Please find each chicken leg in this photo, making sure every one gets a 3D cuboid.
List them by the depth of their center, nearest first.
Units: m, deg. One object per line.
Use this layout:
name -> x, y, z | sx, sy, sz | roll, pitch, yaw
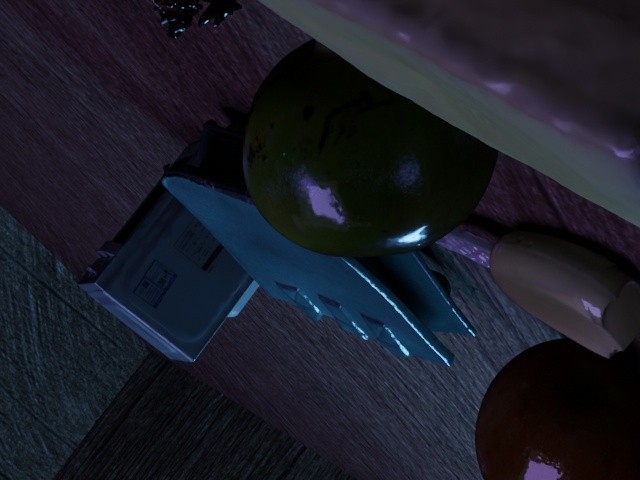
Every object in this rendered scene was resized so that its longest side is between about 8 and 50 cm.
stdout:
chicken leg -> -0.119, -0.224, 1.196 | 0.105, 0.063, 0.234 | 26, 163, 25

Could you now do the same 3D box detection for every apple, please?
apple -> 0.229, 0.178, 1.472 | 0.181, 0.181, 0.168 | 32, 141, 23

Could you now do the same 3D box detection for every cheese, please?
cheese -> 0.110, -0.097, 0.760 | 0.265, 0.124, 0.242 | 32, -179, 35
cheese -> 0.170, 0.025, 1.349 | 0.255, 0.050, 0.127 | 27, 166, 45

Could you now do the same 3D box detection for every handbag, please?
handbag -> 0.001, -0.005, 1.605 | 0.268, 0.100, 0.274 | 19, 160, 44

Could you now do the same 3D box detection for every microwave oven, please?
microwave oven -> -0.146, 0.013, 1.794 | 0.162, 0.208, 0.122 | 40, 167, -13

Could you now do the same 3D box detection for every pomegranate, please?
pomegranate -> 0.028, -0.091, 1.093 | 0.180, 0.180, 0.210 | 20, 131, 54
